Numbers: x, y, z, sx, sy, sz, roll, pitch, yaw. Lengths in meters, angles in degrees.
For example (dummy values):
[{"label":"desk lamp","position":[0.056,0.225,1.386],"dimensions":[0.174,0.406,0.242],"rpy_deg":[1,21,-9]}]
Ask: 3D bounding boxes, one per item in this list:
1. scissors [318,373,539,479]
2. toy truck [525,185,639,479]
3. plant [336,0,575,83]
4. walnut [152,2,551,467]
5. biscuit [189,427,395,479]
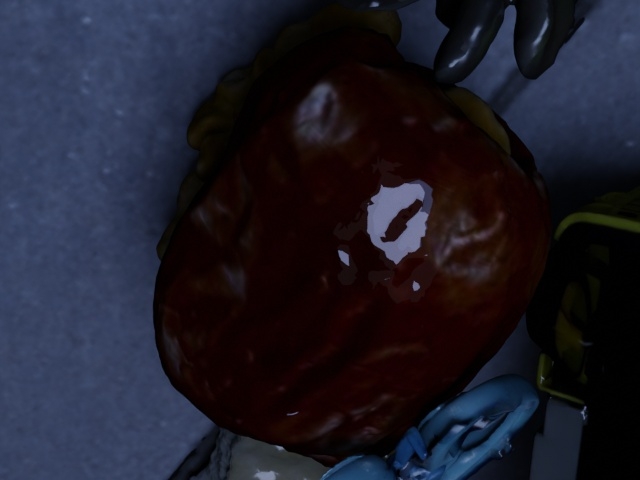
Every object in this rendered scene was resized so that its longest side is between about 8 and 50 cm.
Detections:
[{"label":"scissors","position":[0.051,0.179,1.066],"dimensions":[0.180,0.032,0.393],"rpy_deg":[-28,160,-11]},{"label":"toy truck","position":[0.244,0.154,1.090],"dimensions":[0.180,0.254,0.405],"rpy_deg":[16,118,27]},{"label":"plant","position":[0.125,-0.221,0.874],"dimensions":[0.188,0.199,0.276],"rpy_deg":[28,110,-26]},{"label":"walnut","position":[0.000,0.000,0.969],"dimensions":[0.244,0.222,0.269],"rpy_deg":[43,110,16]},{"label":"biscuit","position":[-0.003,0.134,1.146],"dimensions":[0.141,0.038,0.290],"rpy_deg":[15,116,-18]}]
